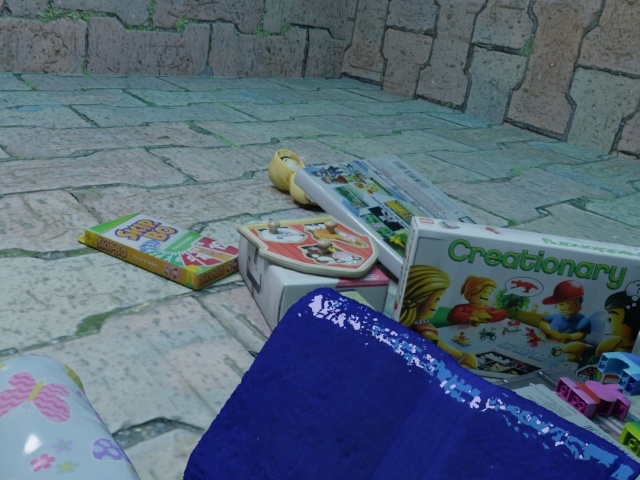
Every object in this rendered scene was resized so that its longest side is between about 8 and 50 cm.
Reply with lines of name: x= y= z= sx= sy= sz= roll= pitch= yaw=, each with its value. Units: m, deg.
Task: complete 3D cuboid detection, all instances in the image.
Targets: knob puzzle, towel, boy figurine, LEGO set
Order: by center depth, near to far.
towel: x=0.052 y=0.190 z=0.494 sx=0.308 sy=0.227 sz=0.076 roll=28 pitch=-12 yaw=37
LEGO set: x=0.349 y=0.176 z=0.609 sx=0.093 sy=0.087 sz=0.227 roll=0 pitch=24 yaw=-22
knob puzzle: x=0.000 y=0.000 z=0.901 sx=0.213 sy=0.029 sz=0.213 roll=7 pitch=22 yaw=-3
boy figurine: x=0.009 y=-0.123 z=1.382 sx=0.285 sy=0.092 sz=0.177 roll=26 pitch=30 yaw=31

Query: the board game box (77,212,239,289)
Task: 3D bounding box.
board game box: x=-0.261 y=0.009 z=1.031 sx=0.260 sy=0.039 sz=0.124 roll=16 pitch=22 yaw=26

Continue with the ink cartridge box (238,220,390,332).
ink cartridge box: x=-0.019 y=0.050 z=0.934 sx=0.159 sy=0.092 sz=0.218 roll=-1 pitch=25 yaw=-22

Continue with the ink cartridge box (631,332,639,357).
ink cartridge box: x=0.478 y=0.142 z=0.931 sx=0.135 sy=0.056 sz=0.099 roll=9 pitch=22 yaw=0

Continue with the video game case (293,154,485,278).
video game case: x=0.158 y=-0.046 z=1.188 sx=0.300 sy=0.036 sz=0.329 roll=-15 pitch=50 yaw=-45

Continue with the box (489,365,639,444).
box: x=0.268 y=0.225 z=0.649 sx=0.183 sy=0.056 sz=0.231 roll=-3 pitch=24 yaw=-30

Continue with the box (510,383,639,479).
box: x=0.188 y=0.215 z=0.532 sx=0.072 sy=0.137 sz=0.126 roll=-1 pitch=23 yaw=-30

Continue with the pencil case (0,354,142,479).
pencil case: x=-0.191 y=0.195 z=0.480 sx=0.124 sy=0.113 sz=0.273 roll=1 pitch=21 yaw=-44

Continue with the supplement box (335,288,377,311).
supplement box: x=0.031 y=0.116 z=0.795 sx=0.056 sy=0.083 sz=0.083 roll=-3 pitch=25 yaw=-27

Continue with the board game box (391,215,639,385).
board game box: x=0.252 y=0.084 z=0.810 sx=0.306 sy=0.192 sz=0.053 roll=7 pitch=21 yaw=-1
